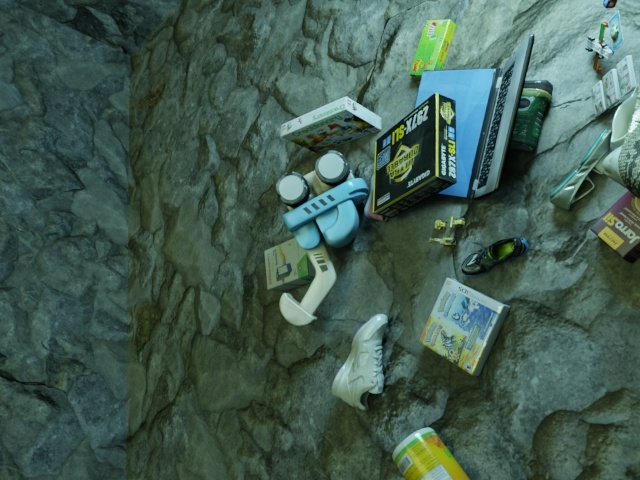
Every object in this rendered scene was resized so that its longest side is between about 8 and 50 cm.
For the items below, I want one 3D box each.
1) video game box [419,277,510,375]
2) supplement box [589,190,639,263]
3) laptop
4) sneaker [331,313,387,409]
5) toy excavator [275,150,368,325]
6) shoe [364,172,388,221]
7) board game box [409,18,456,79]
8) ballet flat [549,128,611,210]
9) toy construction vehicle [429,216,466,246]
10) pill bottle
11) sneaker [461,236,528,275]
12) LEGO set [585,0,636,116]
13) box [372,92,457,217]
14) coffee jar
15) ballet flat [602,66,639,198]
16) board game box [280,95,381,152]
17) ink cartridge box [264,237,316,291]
[{"bbox_3d":[0.387,0.230,1.414,0.187,0.048,0.205,28,99,46],"label":"video game box"},{"bbox_3d":[0.715,-0.054,1.151,0.188,0.080,0.104,-51,50,21],"label":"supplement box"},{"bbox_3d":[0.373,-0.324,1.429,0.236,0.408,0.383,12,91,5],"label":"laptop"},{"bbox_3d":[0.152,0.369,1.575,0.152,0.114,0.305,30,105,30],"label":"sneaker"},{"bbox_3d":[0.000,0.000,1.688,0.432,0.222,0.446,-28,78,6],"label":"toy excavator"},{"bbox_3d":[0.204,-0.151,1.678,0.081,0.063,0.178,23,100,43],"label":"shoe"},{"bbox_3d":[0.358,-0.608,1.661,0.092,0.043,0.182,20,93,45],"label":"board game box"},{"bbox_3d":[0.651,-0.166,1.265,0.068,0.072,0.213,39,109,13],"label":"ballet flat"},{"bbox_3d":[0.366,-0.028,1.508,0.098,0.035,0.086,8,85,44],"label":"toy construction vehicle"},{"bbox_3d":[0.305,0.620,1.325,0.136,0.136,0.246,-54,49,19],"label":"pill bottle"},{"bbox_3d":[0.452,0.037,1.379,0.188,0.078,0.067,-30,60,35],"label":"sneaker"},{"bbox_3d":[0.691,-0.440,1.225,0.060,0.182,0.245,-6,82,4],"label":"LEGO set"},{"bbox_3d":[0.267,-0.236,1.514,0.322,0.079,0.258,150,130,-61],"label":"box"},{"bbox_3d":[0.549,-0.336,1.384,0.096,0.079,0.185,19,93,46],"label":"coffee jar"},{"bbox_3d":[0.699,-0.222,1.096,0.182,0.164,0.483,-24,34,59],"label":"ballet flat"},{"bbox_3d":[0.034,-0.395,1.809,0.305,0.192,0.053,-12,70,41],"label":"board game box"},{"bbox_3d":[-0.098,0.085,1.879,0.212,0.093,0.155,-22,65,39],"label":"ink cartridge box"}]
